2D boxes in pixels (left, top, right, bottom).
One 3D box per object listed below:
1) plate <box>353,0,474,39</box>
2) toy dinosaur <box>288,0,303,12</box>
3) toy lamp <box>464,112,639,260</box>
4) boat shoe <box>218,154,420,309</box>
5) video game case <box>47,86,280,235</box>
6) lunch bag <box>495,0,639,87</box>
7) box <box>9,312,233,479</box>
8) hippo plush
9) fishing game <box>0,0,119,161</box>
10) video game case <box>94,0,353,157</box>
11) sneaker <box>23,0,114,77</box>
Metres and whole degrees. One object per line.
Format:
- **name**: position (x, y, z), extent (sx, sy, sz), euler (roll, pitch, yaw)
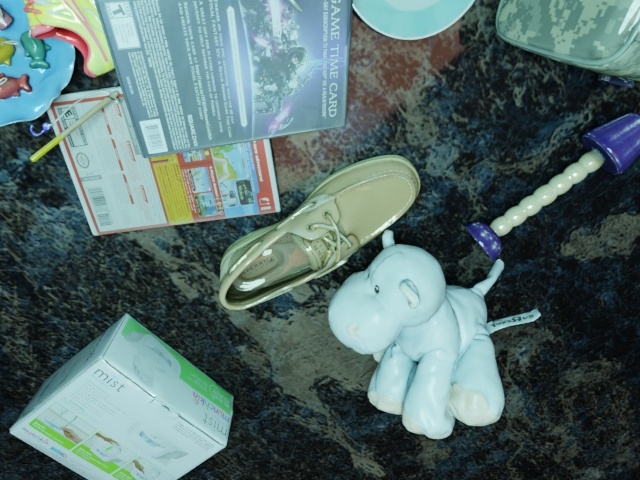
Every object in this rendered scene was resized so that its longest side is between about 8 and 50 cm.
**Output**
- **plate**: position (0.114, -0.348, 0.559), extent (0.188, 0.024, 0.188), euler (-2, 117, -3)
- **toy dinosaur**: position (-0.104, -0.383, 0.435), extent (0.121, 0.160, 0.314), euler (-21, 73, -9)
- **toy lamp**: position (0.348, -0.078, 0.675), extent (0.274, 0.080, 0.080), euler (-41, 112, 14)
- **boat shoe**: position (0.000, 0.000, 0.673), extent (0.341, 0.110, 0.122), euler (-32, 113, 12)
- **video game case**: position (-0.212, -0.119, 0.650), extent (0.285, 0.025, 0.204), euler (-7, 116, 0)
- **lunch bag**: position (0.378, -0.321, 0.488), extent (0.256, 0.212, 0.305), euler (0, 120, -22)
- **box**: position (-0.327, 0.299, 0.790), extent (0.231, 0.127, 0.262), euler (-38, 112, 14)
- **hippo plush**: position (0.148, 0.127, 0.651), extent (0.294, 0.234, 0.236), euler (-35, 130, 15)
- **fishing game**: position (-0.389, -0.225, 0.526), extent (0.189, 0.041, 0.264), euler (-44, 106, -21)
- **video game case**: position (-0.096, -0.206, 0.548), extent (0.274, 0.026, 0.196), euler (-13, 136, -14)
- **sneaker**: position (-0.304, -0.276, 0.512), extent (0.208, 0.081, 0.094), euler (45, 77, -27)
